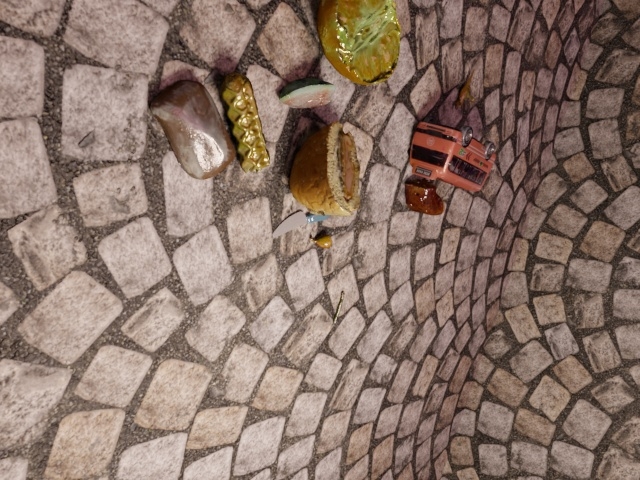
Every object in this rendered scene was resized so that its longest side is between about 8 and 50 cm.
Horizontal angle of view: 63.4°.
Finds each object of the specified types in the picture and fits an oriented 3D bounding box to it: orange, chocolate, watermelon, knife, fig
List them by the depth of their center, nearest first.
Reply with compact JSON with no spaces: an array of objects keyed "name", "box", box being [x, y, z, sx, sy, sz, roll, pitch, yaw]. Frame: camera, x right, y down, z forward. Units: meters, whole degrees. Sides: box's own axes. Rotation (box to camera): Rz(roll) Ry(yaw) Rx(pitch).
[{"name":"chocolate","box":[-0.298,-0.271,1.299,0.157,0.080,0.254,-45,134,-27]},{"name":"orange","box":[0.101,-0.622,1.518,0.334,0.196,0.262,57,48,-48]},{"name":"watermelon","box":[-0.046,-0.433,1.530,0.180,0.081,0.094,-4,126,-31]},{"name":"knife","box":[-0.061,-0.069,1.693,0.244,0.032,0.058,-21,122,-37]},{"name":"fig","box":[0.000,0.000,1.775,0.083,0.050,0.050,12,96,-30]}]

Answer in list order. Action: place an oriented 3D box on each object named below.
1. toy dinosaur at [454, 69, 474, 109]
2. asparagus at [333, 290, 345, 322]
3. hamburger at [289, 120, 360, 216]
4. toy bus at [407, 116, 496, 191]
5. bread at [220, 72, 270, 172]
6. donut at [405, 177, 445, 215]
[{"name":"toy dinosaur","box":[0.611,-0.639,2.200,0.126,0.039,0.162,-21,119,-40]},{"name":"asparagus","box":[0.072,0.254,1.975,0.018,0.015,0.127,11,97,-51]},{"name":"hamburger","box":[0.000,-0.192,1.583,0.162,0.209,0.329,29,47,-41]},{"name":"toy bus","box":[0.536,-0.340,2.115,0.427,0.203,0.233,8,104,-52]},{"name":"bread","box":[-0.201,-0.314,1.385,0.098,0.087,0.269,-36,130,-32]},{"name":"donut","box":[0.428,-0.166,2.129,0.144,0.126,0.186,-29,125,-30]}]
